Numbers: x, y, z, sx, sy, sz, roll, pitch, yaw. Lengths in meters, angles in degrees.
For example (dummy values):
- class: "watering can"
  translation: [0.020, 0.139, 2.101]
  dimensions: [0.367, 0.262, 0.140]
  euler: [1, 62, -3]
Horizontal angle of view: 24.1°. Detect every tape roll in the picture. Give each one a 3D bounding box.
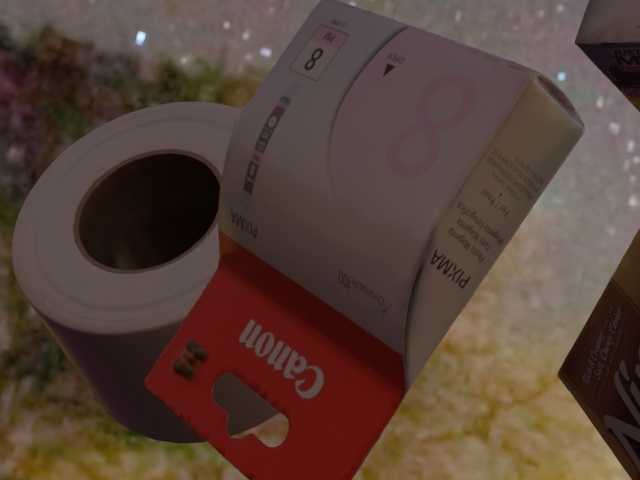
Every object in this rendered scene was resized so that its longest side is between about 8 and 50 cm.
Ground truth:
- class: "tape roll"
  translation: [-0.117, 0.026, 1.269]
  dimensions: [0.246, 0.246, 0.169]
  euler: [8, -34, 25]

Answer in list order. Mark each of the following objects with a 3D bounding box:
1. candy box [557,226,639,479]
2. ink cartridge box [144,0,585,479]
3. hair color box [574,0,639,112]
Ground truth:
- class: "candy box"
  translation: [0.321, 0.084, 1.232]
  dimensions: [0.087, 0.183, 0.316]
  euler: [-18, -31, -25]
- class: "ink cartridge box"
  translation: [0.000, 0.000, 0.750]
  dimensions: [0.066, 0.232, 0.189]
  euler: [41, -6, -37]
- class: "hair color box"
  translation: [0.346, -0.279, 1.112]
  dimensions: [0.185, 0.375, 0.113]
  euler: [6, -23, 45]
